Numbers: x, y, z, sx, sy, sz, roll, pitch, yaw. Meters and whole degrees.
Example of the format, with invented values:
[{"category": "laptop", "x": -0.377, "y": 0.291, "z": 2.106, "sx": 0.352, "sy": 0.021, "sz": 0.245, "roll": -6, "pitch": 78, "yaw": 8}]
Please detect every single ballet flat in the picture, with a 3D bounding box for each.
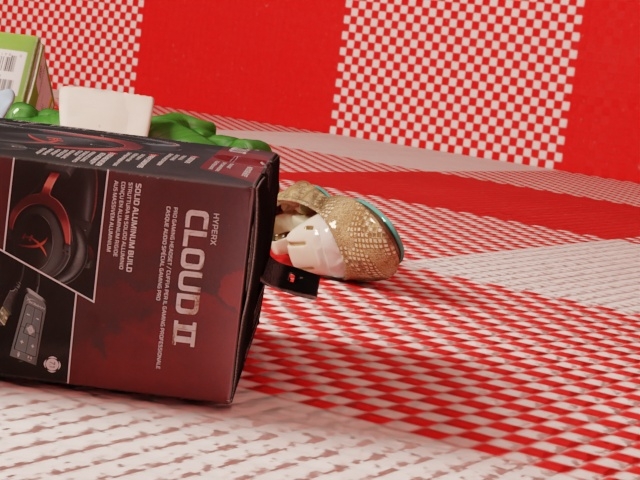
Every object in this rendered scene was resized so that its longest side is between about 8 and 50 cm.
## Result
[{"category": "ballet flat", "x": 0.000, "y": 0.000, "z": 1.201, "sx": 0.067, "sy": 0.073, "sz": 0.206, "roll": -23, "pitch": 13, "yaw": -14}]

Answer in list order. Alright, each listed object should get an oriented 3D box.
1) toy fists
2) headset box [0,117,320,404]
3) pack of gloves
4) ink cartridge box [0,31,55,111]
[{"category": "toy fists", "x": -0.175, "y": -0.071, "z": 1.402, "sx": 0.279, "sy": 0.096, "sz": 0.142, "roll": 7, "pitch": 7, "yaw": 13}, {"category": "headset box", "x": -0.145, "y": -0.002, "z": 0.816, "sx": 0.293, "sy": 0.110, "sz": 0.218, "roll": 7, "pitch": 7, "yaw": 0}, {"category": "pack of gloves", "x": -0.236, "y": -0.054, "z": 1.259, "sx": 0.195, "sy": 0.046, "sz": 0.232, "roll": 8, "pitch": 34, "yaw": -10}, {"category": "ink cartridge box", "x": -0.378, "y": -0.117, "z": 1.636, "sx": 0.189, "sy": 0.097, "sz": 0.255, "roll": 7, "pitch": -27, "yaw": 1}]
